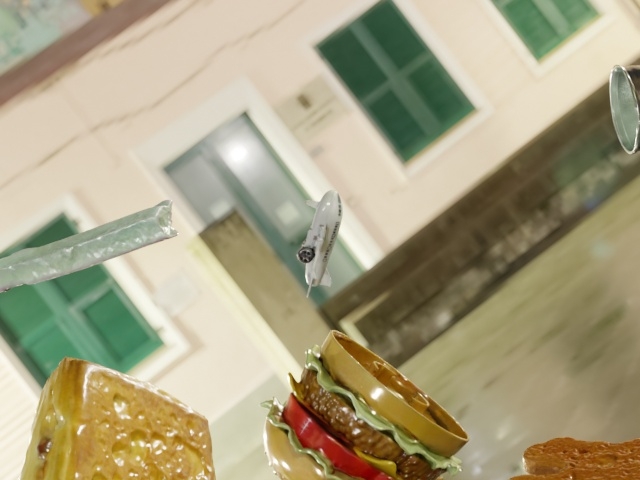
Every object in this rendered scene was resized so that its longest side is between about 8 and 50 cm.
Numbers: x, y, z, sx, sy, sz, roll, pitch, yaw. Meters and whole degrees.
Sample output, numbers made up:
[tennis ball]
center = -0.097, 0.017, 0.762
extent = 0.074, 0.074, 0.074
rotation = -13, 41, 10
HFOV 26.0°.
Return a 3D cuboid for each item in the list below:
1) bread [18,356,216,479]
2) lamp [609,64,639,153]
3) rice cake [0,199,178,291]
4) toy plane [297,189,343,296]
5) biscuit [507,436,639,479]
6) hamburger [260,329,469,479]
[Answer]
[bread]
center = -0.188, 0.240, 1.267
extent = 0.099, 0.210, 0.235
rotation = -26, 50, 33
[lamp]
center = 0.596, -0.222, 2.227
extent = 0.227, 0.172, 0.147
rotation = -10, 11, -2
[rice cake]
center = -0.326, 0.011, 1.903
extent = 0.290, 0.051, 0.081
rotation = -18, 25, 16
[toy plane]
center = 0.000, 0.000, 2.224
extent = 0.065, 0.171, 0.162
rotation = 6, 17, 8
[biscuit]
center = 0.442, 0.354, 2.043
extent = 0.334, 0.047, 0.202
rotation = -5, 20, 26
[hamburger]
center = 0.047, 0.277, 1.887
extent = 0.212, 0.274, 0.274
rotation = -53, -1, 5
